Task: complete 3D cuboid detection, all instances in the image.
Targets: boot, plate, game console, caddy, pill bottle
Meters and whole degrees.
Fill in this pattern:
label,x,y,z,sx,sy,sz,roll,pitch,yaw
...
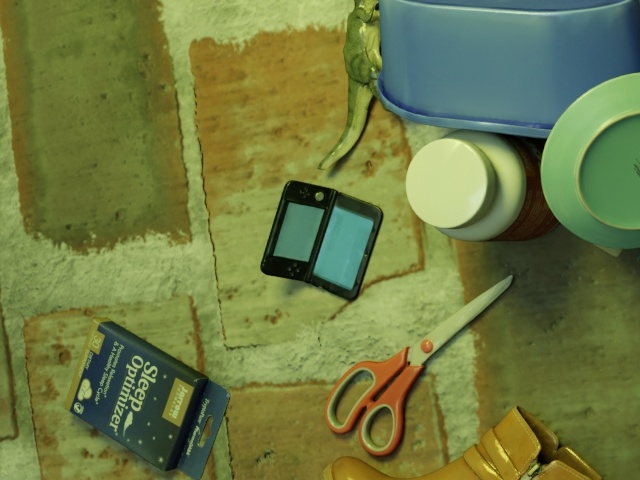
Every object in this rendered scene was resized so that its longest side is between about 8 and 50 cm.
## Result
label,x,y,z,sx,sy,sz,roll,pitch,yaw
boot,0.157,0.275,1.552,0.283,0.109,0.220,37,109,22
plate,0.308,-0.071,1.331,0.188,0.024,0.188,-1,117,-3
game console,0.000,0.000,1.669,0.071,0.107,0.122,32,107,56
caddy,0.219,-0.201,1.438,0.341,0.241,0.179,10,125,30
pill bottle,0.179,-0.058,1.478,0.121,0.216,0.121,0,91,30

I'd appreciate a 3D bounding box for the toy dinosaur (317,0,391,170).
label,x,y,z,sx,sy,sz,roll,pitch,yaw
toy dinosaur,0.068,-0.206,1.637,0.118,0.064,0.268,14,102,32

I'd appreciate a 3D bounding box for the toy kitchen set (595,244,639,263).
label,x,y,z,sx,sy,sz,roll,pitch,yaw
toy kitchen set,0.398,-0.033,1.431,0.207,0.122,0.166,32,106,5

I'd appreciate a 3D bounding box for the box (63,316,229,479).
label,x,y,z,sx,sy,sz,roll,pitch,yaw
box,-0.232,0.210,1.823,0.225,0.036,0.136,26,103,26

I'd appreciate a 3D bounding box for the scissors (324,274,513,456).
label,x,y,z,sx,sy,sz,roll,pitch,yaw
scissors,0.108,0.130,1.632,0.109,0.021,0.297,42,111,25
